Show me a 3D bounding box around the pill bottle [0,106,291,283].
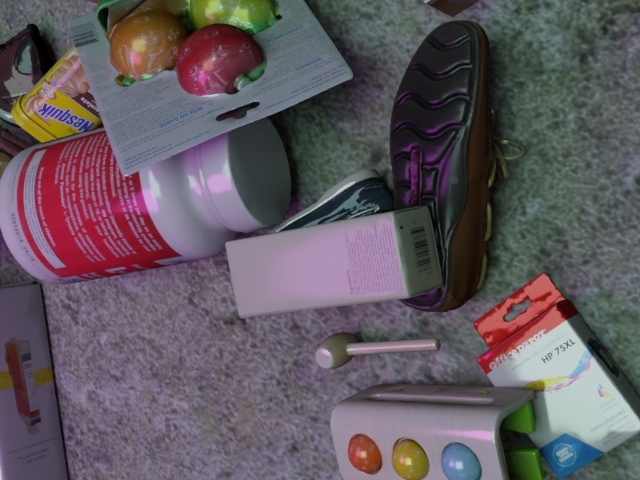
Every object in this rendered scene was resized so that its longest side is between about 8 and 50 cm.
[{"bbox_3d":[-0.260,-0.071,1.371,0.408,0.229,0.229,-10,88,27],"label":"pill bottle"}]

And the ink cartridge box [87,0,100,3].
[{"bbox_3d":[-0.361,-0.461,1.432,0.128,0.176,0.127,-44,76,22],"label":"ink cartridge box"}]

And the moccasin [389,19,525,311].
[{"bbox_3d":[0.180,-0.095,1.210,0.139,0.147,0.380,2,98,41],"label":"moccasin"}]

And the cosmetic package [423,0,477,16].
[{"bbox_3d":[0.171,-0.335,1.204,0.060,0.115,0.041,-31,80,26],"label":"cosmetic package"}]

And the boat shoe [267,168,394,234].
[{"bbox_3d":[0.000,0.000,1.323,0.254,0.095,0.079,-36,66,14],"label":"boat shoe"}]

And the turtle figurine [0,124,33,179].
[{"bbox_3d":[-0.587,-0.115,1.503,0.275,0.266,0.197,29,90,21],"label":"turtle figurine"}]

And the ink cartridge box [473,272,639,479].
[{"bbox_3d":[0.301,0.171,1.185,0.134,0.078,0.231,-40,75,23],"label":"ink cartridge box"}]

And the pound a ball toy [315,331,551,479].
[{"bbox_3d":[0.119,0.232,1.204,0.319,0.136,0.208,-6,99,44],"label":"pound a ball toy"}]

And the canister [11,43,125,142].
[{"bbox_3d":[-0.402,-0.233,1.495,0.170,0.126,0.073,-40,32,20],"label":"canister"}]

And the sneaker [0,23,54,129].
[{"bbox_3d":[-0.561,-0.323,1.591,0.281,0.106,0.162,34,102,10],"label":"sneaker"}]

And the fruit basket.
[{"bbox_3d":[-0.164,-0.261,1.278,0.327,0.165,0.353,-25,58,-5],"label":"fruit basket"}]

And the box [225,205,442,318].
[{"bbox_3d":[0.013,0.030,1.194,0.275,0.094,0.113,-8,93,36],"label":"box"}]

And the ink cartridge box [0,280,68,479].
[{"bbox_3d":[-0.622,0.281,1.608,0.279,0.160,0.384,-10,88,26],"label":"ink cartridge box"}]
